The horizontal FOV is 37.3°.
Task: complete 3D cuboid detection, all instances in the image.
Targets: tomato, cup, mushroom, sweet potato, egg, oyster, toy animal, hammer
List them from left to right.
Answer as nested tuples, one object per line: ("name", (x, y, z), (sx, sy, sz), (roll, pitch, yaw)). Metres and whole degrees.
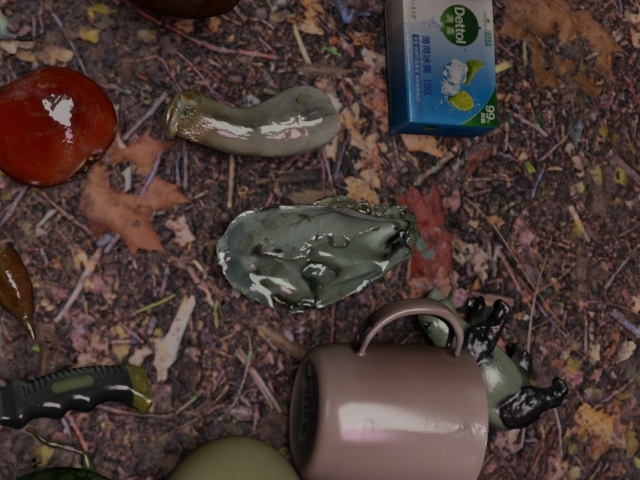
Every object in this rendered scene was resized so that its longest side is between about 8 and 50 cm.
("sweet potato", (-0.357, 0.063, 1.104), (0.049, 0.049, 0.117), (-24, 88, -21))
("hammer", (-0.310, 0.181, 1.094), (0.226, 0.041, 0.159), (-6, 66, -28))
("tomato", (-0.318, -0.140, 1.124), (0.159, 0.091, 0.139), (-39, 95, -18))
("egg", (-0.104, 0.345, 1.082), (0.186, 0.186, 0.242), (11, 72, -18))
("mushroom", (-0.092, -0.150, 1.214), (0.223, 0.081, 0.092), (-4, 103, -18))
("oyster", (0.001, 0.000, 1.221), (0.252, 0.087, 0.199), (-42, 107, -12))
("cup", (0.081, 0.189, 1.155), (0.200, 0.191, 0.253), (8, 107, -16))
("toy animal", (0.220, 0.155, 1.281), (0.121, 0.094, 0.225), (-39, 98, -11))

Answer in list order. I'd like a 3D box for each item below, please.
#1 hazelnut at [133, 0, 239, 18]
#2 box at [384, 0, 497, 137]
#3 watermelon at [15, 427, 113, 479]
("hazelnut", (-0.186, -0.365, 1.147), (0.186, 0.210, 0.210), (-1, 81, 20))
("box", (0.167, -0.246, 1.320), (0.139, 0.073, 0.194), (0, 83, -19))
("watermelon", (-0.286, 0.352, 1.052), (0.204, 0.127, 0.232), (28, 69, -10))
